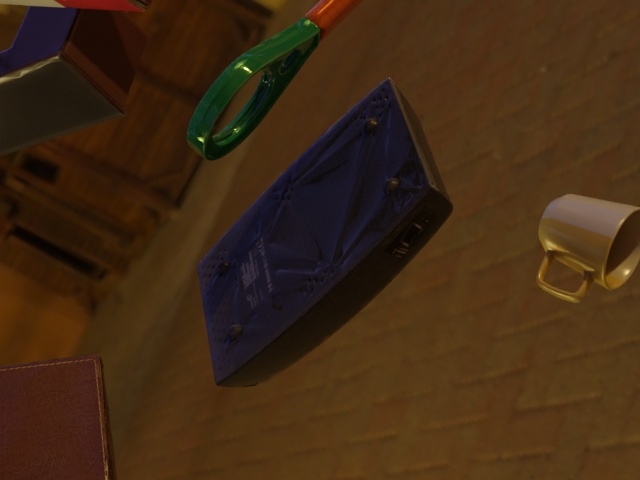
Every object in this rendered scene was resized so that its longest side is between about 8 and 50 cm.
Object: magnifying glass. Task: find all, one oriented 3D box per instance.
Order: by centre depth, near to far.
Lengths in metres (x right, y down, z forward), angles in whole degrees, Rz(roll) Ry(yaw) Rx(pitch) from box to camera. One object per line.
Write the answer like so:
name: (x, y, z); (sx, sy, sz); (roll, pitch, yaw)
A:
magnifying glass: (-0.022, -0.150, 1.057); (0.231, 0.026, 0.092); (-49, -14, -20)

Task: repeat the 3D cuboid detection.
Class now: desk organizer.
desk organizer: (-0.150, -0.079, 0.656); (0.130, 0.047, 0.050); (-13, 48, 34)

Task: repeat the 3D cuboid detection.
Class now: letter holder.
letter holder: (-0.338, 0.249, 1.229); (0.152, 0.302, 0.214); (94, 166, -48)

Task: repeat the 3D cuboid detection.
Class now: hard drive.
hard drive: (0.000, 0.000, 1.118); (0.255, 0.054, 0.172); (-43, 36, 22)

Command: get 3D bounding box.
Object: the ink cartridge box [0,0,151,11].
ink cartridge box: (-0.145, -0.169, 0.551); (0.072, 0.175, 0.127); (28, -109, -62)

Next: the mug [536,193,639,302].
mug: (0.189, -0.001, 0.958); (0.078, 0.064, 0.062); (-32, -46, -41)
